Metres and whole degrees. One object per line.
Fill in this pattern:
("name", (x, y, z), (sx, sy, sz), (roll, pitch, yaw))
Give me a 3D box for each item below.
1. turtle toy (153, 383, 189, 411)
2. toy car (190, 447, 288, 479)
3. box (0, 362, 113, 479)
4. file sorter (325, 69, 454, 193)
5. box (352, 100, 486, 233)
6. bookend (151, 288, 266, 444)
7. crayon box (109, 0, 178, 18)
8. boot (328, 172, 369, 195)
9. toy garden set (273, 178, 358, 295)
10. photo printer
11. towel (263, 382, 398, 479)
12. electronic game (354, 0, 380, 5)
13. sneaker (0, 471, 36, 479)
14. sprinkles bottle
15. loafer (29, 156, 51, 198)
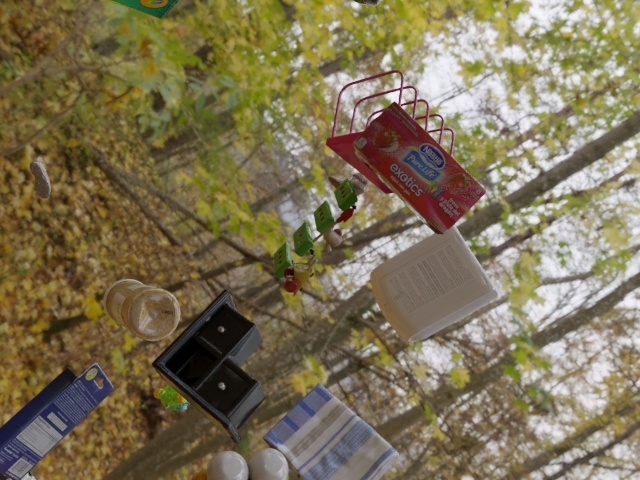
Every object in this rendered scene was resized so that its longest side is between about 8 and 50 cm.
("turtle toy", (-0.348, 0.382, 1.524), (0.130, 0.095, 0.066), (-45, 132, -54))
("toy car", (-0.139, 0.462, 1.087), (0.159, 0.182, 0.136), (120, -35, -43))
("box", (-0.479, 0.315, 1.080), (0.036, 0.225, 0.136), (35, -29, 20))
("file sorter", (0.191, -0.267, 1.538), (0.290, 0.202, 0.182), (31, 63, -46))
("box", (0.194, -0.141, 1.225), (0.257, 0.122, 0.128), (45, 3, 3))
("bookend", (-0.132, 0.182, 0.894), (0.157, 0.156, 0.072), (33, -25, 25))
("crayon box", (-0.321, -0.415, 0.800), (0.278, 0.081, 0.165), (-5, 63, -58))
("boot", (0.096, -0.189, 1.947), (0.118, 0.087, 0.042), (43, -21, 11))
("toy garden set", (0.000, 0.000, 1.283), (0.049, 0.244, 0.204), (40, 14, -18))
("photo printer", (0.309, 0.129, 1.733), (0.256, 0.307, 0.107), (62, 6, 26))
("towel", (0.021, 0.493, 1.449), (0.285, 0.209, 0.034), (35, -25, 35))
("electronic game", (0.032, -0.526, 1.112), (0.229, 0.048, 0.229), (49, 5, -6))
("sneaker", (-0.688, 0.508, 1.362), (0.235, 0.153, 0.094), (30, 15, 8))
("sprinkles bottle", (-0.446, 0.164, 1.490), (0.355, 0.121, 0.121), (1, -58, 62))
("loafer", (-0.789, -0.178, 1.722), (0.039, 0.045, 0.125), (-83, 178, -49))
